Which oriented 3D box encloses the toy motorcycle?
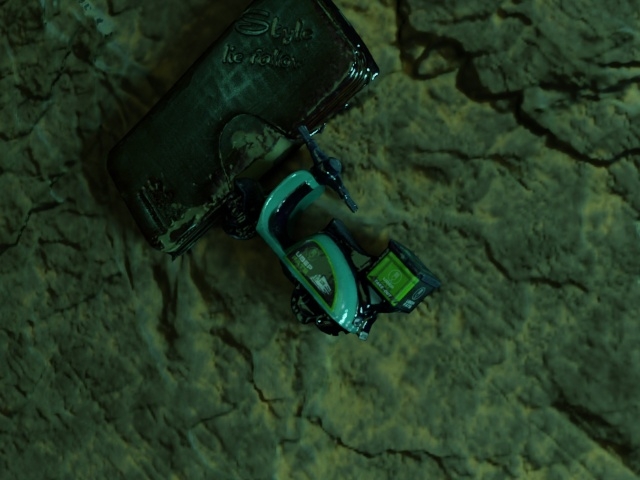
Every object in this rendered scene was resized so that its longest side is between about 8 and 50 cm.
[{"bbox_3d":[0.000,0.000,1.304,0.100,0.058,0.173,-45,64,8],"label":"toy motorcycle"}]

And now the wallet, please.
[{"bbox_3d":[-0.068,-0.099,1.376,0.232,0.031,0.122,-43,61,16],"label":"wallet"}]
